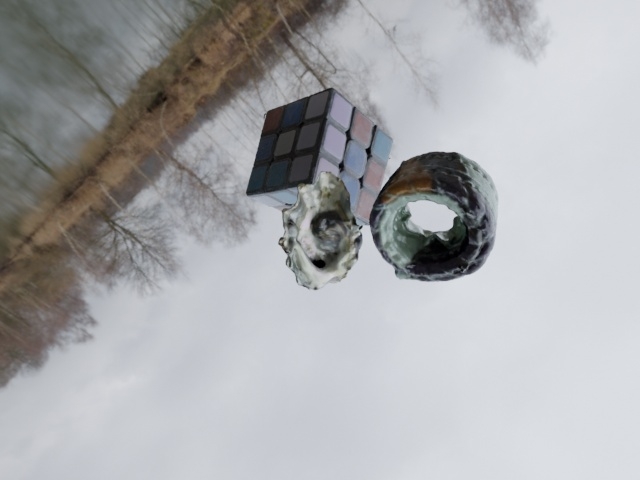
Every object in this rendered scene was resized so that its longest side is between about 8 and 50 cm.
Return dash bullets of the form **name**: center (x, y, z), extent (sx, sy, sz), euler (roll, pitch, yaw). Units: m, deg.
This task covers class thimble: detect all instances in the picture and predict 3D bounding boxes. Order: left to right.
- **thimble**: center (0.209, -0.038, 0.801), extent (0.237, 0.237, 0.150), euler (-27, -161, 38)

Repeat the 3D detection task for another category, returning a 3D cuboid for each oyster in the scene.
- **oyster**: center (-0.001, -0.001, 1.161), extent (0.237, 0.352, 0.115), euler (-28, -142, -14)

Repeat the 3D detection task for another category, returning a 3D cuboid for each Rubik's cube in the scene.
- **Rubik's cube**: center (-0.004, -0.265, 1.511), extent (0.363, 0.358, 0.363), euler (3, -108, 48)
